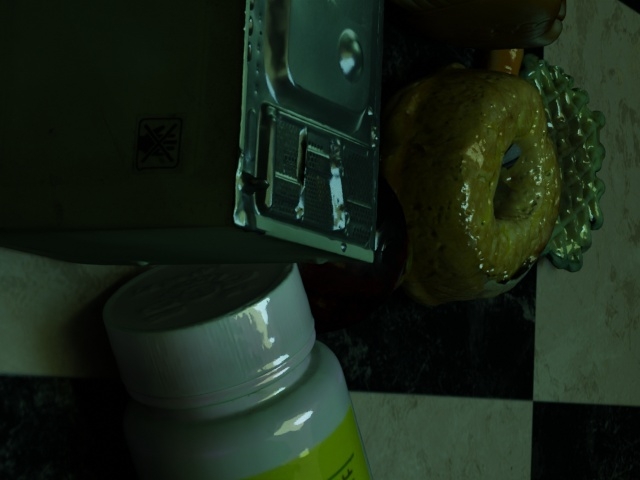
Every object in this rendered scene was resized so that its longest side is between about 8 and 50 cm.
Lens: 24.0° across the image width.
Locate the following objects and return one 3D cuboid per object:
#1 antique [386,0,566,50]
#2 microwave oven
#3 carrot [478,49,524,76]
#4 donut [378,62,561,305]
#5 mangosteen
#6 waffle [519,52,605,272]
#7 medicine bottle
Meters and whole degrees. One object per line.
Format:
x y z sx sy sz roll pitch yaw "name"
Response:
0.191 -0.313 1.820 0.278 0.223 0.129 12 79 -46 "antique"
-0.119 -0.183 1.248 0.247 0.333 0.394 17 75 -61 "microwave oven"
0.235 -0.169 2.043 0.062 0.066 0.271 9 81 -13 "carrot"
0.182 -0.069 1.871 0.299 0.150 0.317 44 54 -51 "donut"
0.000 0.000 1.542 0.210 0.209 0.210 3 87 -57 "mangosteen"
0.337 -0.110 2.194 0.309 0.056 0.292 30 64 -52 "waffle"
-0.064 0.210 1.419 0.213 0.213 0.379 -42 122 -50 "medicine bottle"
